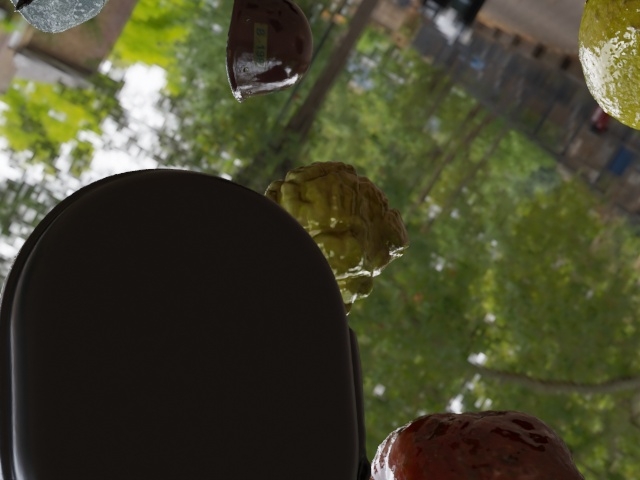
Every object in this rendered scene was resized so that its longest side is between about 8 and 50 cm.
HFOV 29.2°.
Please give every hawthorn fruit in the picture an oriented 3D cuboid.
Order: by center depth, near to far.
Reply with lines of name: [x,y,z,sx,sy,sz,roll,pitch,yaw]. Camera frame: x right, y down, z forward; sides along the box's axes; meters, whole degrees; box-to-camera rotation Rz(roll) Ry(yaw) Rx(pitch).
hawthorn fruit: [0.177,0.308,1.401,0.262,0.258,0.258,32,-169,5]

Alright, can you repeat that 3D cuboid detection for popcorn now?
popcorn: [0.000,0.000,1.653,0.200,0.203,0.226,50,-157,-2]

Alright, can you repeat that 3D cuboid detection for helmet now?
helmet: [-0.063,-0.279,1.692,0.106,0.175,0.155,0,-179,9]

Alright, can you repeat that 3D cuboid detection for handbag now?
handbag: [-0.089,0.103,0.815,0.253,0.308,0.093,3,163,-26]

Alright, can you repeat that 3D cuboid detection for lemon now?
lemon: [0.478,-0.283,1.663,0.253,0.310,0.253,3,-131,-3]

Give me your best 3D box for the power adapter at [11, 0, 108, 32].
power adapter: [-0.313,-0.356,1.432,0.187,0.124,0.255,55,-144,-27]
